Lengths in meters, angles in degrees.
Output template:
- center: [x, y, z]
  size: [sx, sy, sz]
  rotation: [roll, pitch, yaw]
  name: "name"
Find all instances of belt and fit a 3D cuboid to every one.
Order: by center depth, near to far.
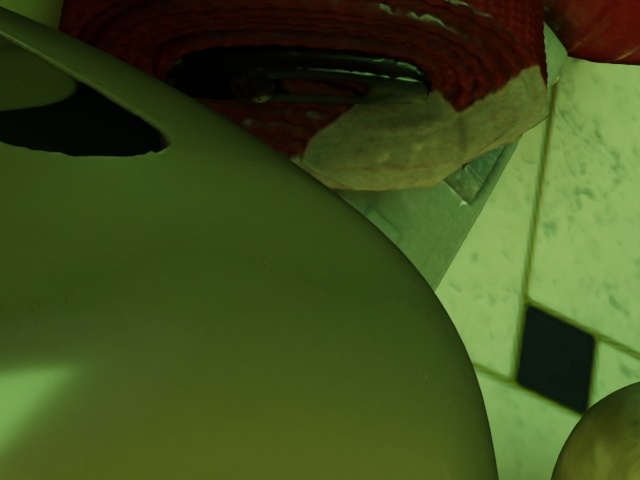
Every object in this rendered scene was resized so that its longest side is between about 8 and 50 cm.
- center: [-0.004, -0.106, 0.764]
  size: [0.201, 0.128, 0.124]
  rotation: [5, 53, -3]
  name: "belt"

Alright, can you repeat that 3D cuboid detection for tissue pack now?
- center: [-0.137, 0.058, 0.548]
  size: [0.267, 0.387, 0.276]
  rotation: [-9, 117, -37]
  name: "tissue pack"

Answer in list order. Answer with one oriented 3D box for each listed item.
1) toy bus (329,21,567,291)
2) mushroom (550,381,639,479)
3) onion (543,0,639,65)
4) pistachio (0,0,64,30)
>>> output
- center: [0.000, 0.000, 0.852]
  size: [0.097, 0.138, 0.342]
  rotation: [42, 53, -12]
  name: "toy bus"
- center: [0.134, 0.182, 0.829]
  size: [0.244, 0.243, 0.243]
  rotation: [14, 62, -29]
  name: "mushroom"
- center: [0.154, -0.266, 0.978]
  size: [0.341, 0.341, 0.341]
  rotation: [14, 62, -29]
  name: "onion"
- center: [-0.160, -0.124, 0.812]
  size: [0.185, 0.126, 0.108]
  rotation: [67, 20, -4]
  name: "pistachio"
